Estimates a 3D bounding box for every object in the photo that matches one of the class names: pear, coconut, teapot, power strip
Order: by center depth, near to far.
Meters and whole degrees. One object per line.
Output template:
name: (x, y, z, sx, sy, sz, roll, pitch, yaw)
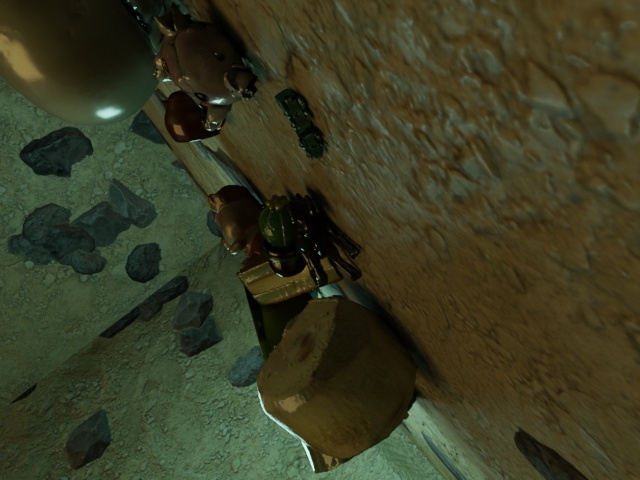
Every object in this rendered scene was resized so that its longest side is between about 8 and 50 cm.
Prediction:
power strip: (-0.319, -0.394, 0.988, 0.106, 0.043, 0.367, 53, 170, -3)
teapot: (-0.244, -0.250, 1.029, 0.173, 0.116, 0.116, 7, 142, 37)
coconut: (0.043, 0.279, 1.070, 0.254, 0.297, 0.297, 39, 175, -22)
pear: (-0.079, 0.249, 1.416, 0.399, 0.165, 0.399, 164, 90, -82)

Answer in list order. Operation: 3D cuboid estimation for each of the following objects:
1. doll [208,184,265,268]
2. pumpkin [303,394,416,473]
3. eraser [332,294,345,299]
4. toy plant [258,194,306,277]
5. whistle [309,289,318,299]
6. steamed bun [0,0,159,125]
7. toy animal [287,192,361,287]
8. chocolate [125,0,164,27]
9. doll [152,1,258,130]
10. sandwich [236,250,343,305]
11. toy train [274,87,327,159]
doll: (-0.180, -0.025, 1.366, 0.256, 0.152, 0.196, 49, 168, 21)
pumpkin: (0.066, 0.441, 1.432, 0.199, 0.332, 0.332, 51, 170, 10)
eraser: (0.066, 0.169, 1.336, 0.099, 0.019, 0.027, 55, 156, -20)
toy plant: (-0.072, -0.012, 1.055, 0.093, 0.092, 0.163, 40, 146, 48)
whistle: (-0.066, 0.140, 1.620, 0.180, 0.093, 0.269, -110, -7, -46)
steamed bun: (-0.393, -0.317, 0.804, 0.324, 0.206, 0.324, 55, 177, 4)
toy animal: (0.000, 0.000, 0.918, 0.148, 0.084, 0.233, 62, 175, 18)
chocolate: (-0.247, -0.367, 0.651, 0.161, 0.083, 0.261, 54, 179, -10)
doll: (-0.152, -0.222, 0.712, 0.149, 0.095, 0.192, 47, 169, -10)
sandwich: (-0.073, 0.077, 1.181, 0.117, 0.187, 0.144, 55, 175, -22)
toy train: (-0.023, -0.135, 0.634, 0.045, 0.029, 0.092, 52, 175, 48)
